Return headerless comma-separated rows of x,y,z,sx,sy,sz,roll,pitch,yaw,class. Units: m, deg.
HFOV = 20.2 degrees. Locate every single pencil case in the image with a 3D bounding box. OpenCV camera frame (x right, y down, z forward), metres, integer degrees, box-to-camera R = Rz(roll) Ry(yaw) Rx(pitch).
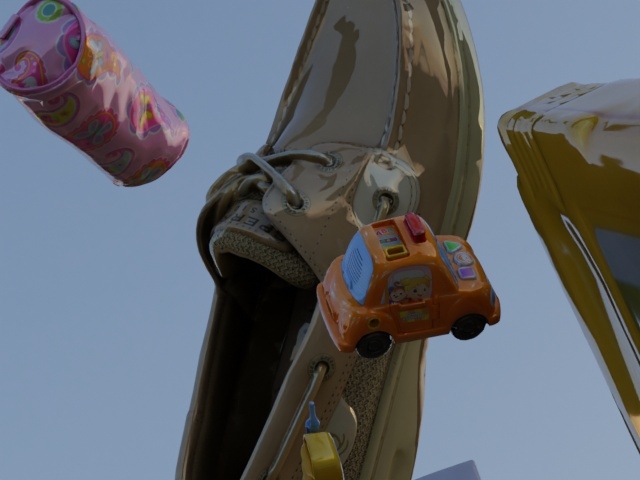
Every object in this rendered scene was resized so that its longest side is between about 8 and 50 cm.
-0.247,-0.155,1.946,0.124,0.124,0.284,-21,-24,12,pencil case

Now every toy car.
0.026,0.034,0.542,0.060,0.122,0.040,1,-52,4,toy car

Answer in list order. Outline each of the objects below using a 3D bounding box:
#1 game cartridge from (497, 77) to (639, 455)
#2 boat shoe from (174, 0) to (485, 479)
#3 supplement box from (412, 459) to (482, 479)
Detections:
0.161,0.083,0.567,0.052,0.285,0.323,-27,7,-7,game cartridge
0.000,0.000,0.931,0.110,0.341,0.121,19,-17,-39,boat shoe
0.150,0.331,1.588,0.073,0.130,0.239,-19,-72,1,supplement box
